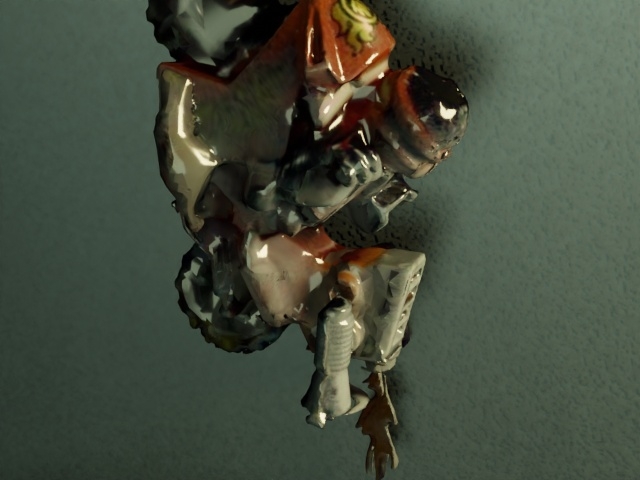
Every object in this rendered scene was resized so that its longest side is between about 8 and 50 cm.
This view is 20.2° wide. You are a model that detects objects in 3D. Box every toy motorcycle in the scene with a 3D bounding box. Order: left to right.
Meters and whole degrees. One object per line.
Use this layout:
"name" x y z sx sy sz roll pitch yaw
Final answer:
"toy motorcycle" 0.000 0.000 1.161 0.207 0.134 0.401 5 113 19
